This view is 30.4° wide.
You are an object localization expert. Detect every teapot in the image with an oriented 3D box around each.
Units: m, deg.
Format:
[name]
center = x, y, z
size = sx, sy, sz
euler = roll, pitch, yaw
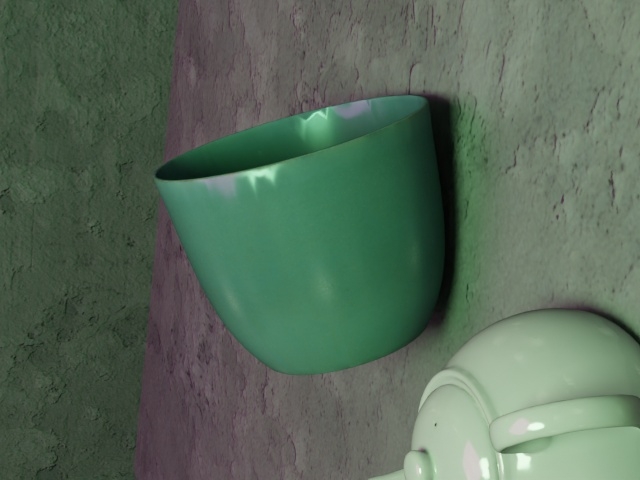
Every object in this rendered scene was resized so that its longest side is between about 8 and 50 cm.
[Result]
[teapot]
center = 0.160, 0.175, 0.967
size = 0.252, 0.187, 0.256
euler = -131, 43, -56

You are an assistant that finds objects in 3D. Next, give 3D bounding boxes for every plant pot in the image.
[plant pot]
center = 0.000, 0.000, 1.236
size = 0.293, 0.293, 0.235
euler = 18, 126, 67
